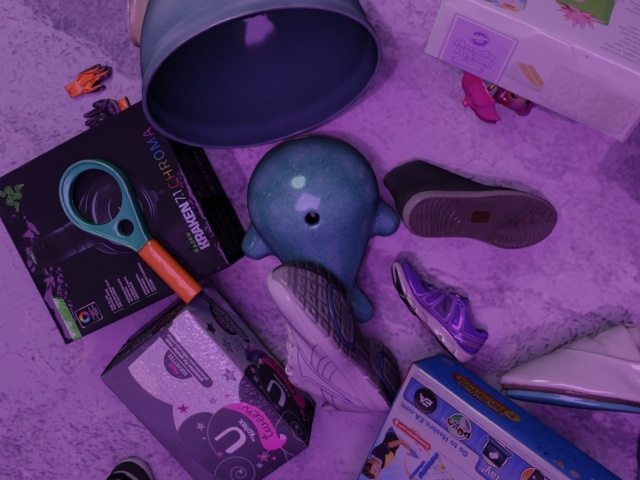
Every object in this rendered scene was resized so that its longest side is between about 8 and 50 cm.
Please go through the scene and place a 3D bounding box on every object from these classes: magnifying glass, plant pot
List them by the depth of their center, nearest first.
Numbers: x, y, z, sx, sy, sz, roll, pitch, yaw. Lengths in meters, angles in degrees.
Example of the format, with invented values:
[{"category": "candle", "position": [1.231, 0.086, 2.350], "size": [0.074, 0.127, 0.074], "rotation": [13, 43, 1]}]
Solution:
[{"category": "plant pot", "position": [-0.090, -0.272, 1.123], "size": [0.293, 0.293, 0.196], "rotation": [-20, 68, 12]}, {"category": "magnifying glass", "position": [-0.241, -0.010, 1.164], "size": [0.231, 0.026, 0.092], "rotation": [45, 103, 0]}]

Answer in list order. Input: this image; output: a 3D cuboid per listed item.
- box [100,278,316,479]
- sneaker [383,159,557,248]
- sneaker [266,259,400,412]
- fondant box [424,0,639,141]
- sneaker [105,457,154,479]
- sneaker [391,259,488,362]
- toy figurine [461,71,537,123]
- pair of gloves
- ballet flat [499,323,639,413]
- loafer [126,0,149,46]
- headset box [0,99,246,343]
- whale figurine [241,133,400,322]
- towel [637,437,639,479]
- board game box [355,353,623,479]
[{"category": "box", "position": [-0.145, 0.206, 1.243], "size": [0.163, 0.142, 0.247], "rotation": [-37, 100, 13]}, {"category": "sneaker", "position": [0.197, -0.057, 1.196], "size": [0.221, 0.118, 0.083], "rotation": [7, 119, -20]}, {"category": "sneaker", "position": [0.000, 0.145, 1.194], "size": [0.129, 0.111, 0.297], "rotation": [-17, 128, 21]}, {"category": "fondant box", "position": [0.285, -0.292, 1.024], "size": [0.238, 0.330, 0.096], "rotation": [25, 144, 5]}, {"category": "sneaker", "position": [-0.258, 0.435, 1.326], "size": [0.079, 0.121, 0.217], "rotation": [-30, 93, 14]}, {"category": "sneaker", "position": [0.161, 0.087, 1.239], "size": [0.071, 0.068, 0.170], "rotation": [-43, 99, -2]}, {"category": "toy figurine", "position": [0.254, -0.218, 1.157], "size": [0.173, 0.130, 0.159], "rotation": [21, 118, -19]}, {"category": "pair of gloves", "position": [-0.314, -0.203, 1.288], "size": [0.074, 0.010, 0.083], "rotation": [-27, 97, 11]}, {"category": "ballet flat", "position": [0.438, 0.175, 1.173], "size": [0.400, 0.139, 0.139], "rotation": [9, 101, 11]}, {"category": "loafer", "position": [-0.233, -0.377, 1.205], "size": [0.092, 0.102, 0.269], "rotation": [1, 88, 16]}, {"category": "headset box", "position": [-0.280, -0.027, 1.250], "size": [0.283, 0.131, 0.246], "rotation": [-25, 94, 13]}, {"category": "whale figurine", "position": [0.000, 0.000, 1.198], "size": [0.216, 0.141, 0.272], "rotation": [-9, 106, 3]}, {"category": "towel", "position": [0.465, 0.323, 1.234], "size": [0.067, 0.029, 0.120], "rotation": [-1, 99, 11]}, {"category": "board game box", "position": [0.195, 0.357, 1.172], "size": [0.308, 0.086, 0.302], "rotation": [35, 114, 29]}]
